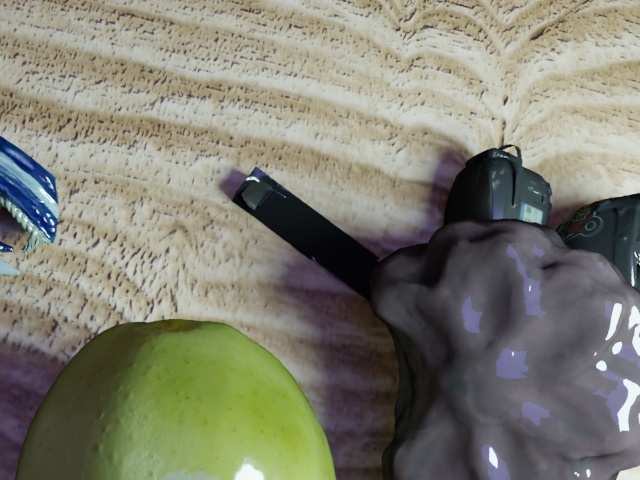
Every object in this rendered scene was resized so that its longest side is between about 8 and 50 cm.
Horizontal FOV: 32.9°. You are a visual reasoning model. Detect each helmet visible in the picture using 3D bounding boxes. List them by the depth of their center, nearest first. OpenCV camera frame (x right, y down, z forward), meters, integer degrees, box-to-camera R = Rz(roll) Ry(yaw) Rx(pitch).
[{"bbox_3d":[0.376,0.071,1.438,0.160,0.278,0.230,1,29,26],"label":"helmet"}]

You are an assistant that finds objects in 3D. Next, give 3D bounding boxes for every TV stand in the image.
[{"bbox_3d":[0.000,0.000,1.447,0.256,0.040,0.049,37,68,1],"label":"TV stand"}]

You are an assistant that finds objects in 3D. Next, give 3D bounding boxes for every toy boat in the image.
[{"bbox_3d":[-0.437,-0.003,1.337,0.210,0.070,0.291,10,74,-5],"label":"toy boat"}]

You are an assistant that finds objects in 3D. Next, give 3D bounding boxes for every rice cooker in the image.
[{"bbox_3d":[0.236,-0.028,1.460,0.118,0.142,0.203,18,74,-19],"label":"rice cooker"}]

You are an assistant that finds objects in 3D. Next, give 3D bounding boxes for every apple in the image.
[{"bbox_3d":[-0.149,0.265,1.175,0.357,0.357,0.357,4,72,-12],"label":"apple"}]

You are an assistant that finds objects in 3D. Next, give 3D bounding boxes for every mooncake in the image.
[{"bbox_3d":[0.219,0.156,1.268,0.351,0.212,0.381,-15,84,17],"label":"mooncake"}]
